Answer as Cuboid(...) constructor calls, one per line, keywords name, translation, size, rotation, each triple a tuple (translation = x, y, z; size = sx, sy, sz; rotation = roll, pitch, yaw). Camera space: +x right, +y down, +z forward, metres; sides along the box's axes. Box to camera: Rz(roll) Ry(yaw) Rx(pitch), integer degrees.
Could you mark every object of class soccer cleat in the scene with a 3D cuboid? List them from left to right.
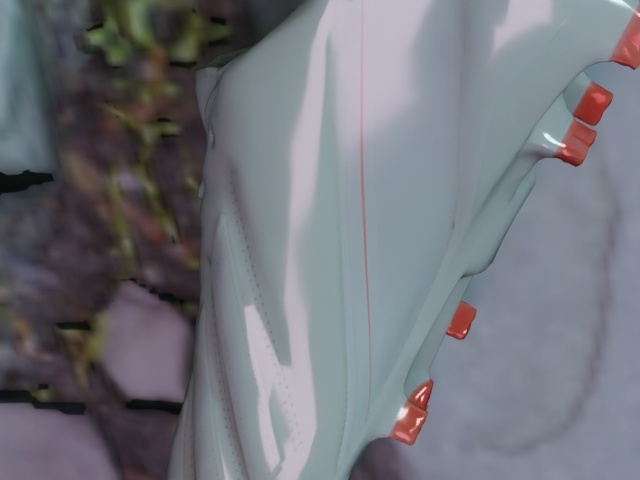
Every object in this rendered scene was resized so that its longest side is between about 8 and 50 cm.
Cuboid(name="soccer cleat", translation=(0.000, 0.000, 0.369), size=(0.076, 0.068, 0.196), rotation=(29, 117, 4))
